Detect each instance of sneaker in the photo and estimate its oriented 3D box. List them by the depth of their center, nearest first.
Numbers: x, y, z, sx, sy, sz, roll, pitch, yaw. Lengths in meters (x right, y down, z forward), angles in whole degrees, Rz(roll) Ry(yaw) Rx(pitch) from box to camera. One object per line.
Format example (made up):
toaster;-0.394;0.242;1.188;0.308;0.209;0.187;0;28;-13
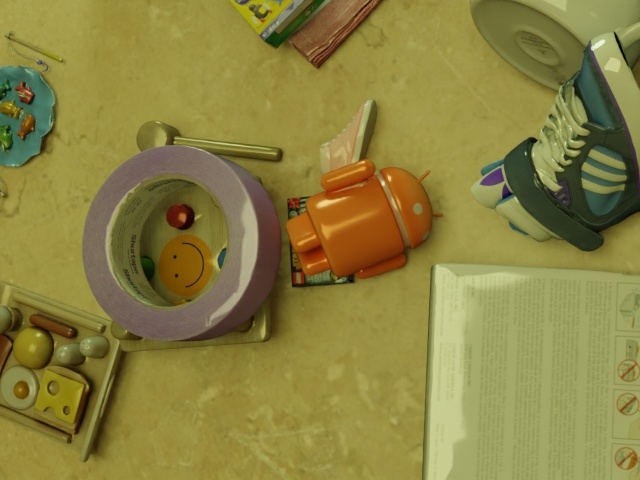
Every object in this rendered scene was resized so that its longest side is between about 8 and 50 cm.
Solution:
sneaker;0.298;-0.107;1.400;0.236;0.322;0.130;-17;54;13
sneaker;0.036;-0.151;1.644;0.070;0.051;0.134;17;96;17

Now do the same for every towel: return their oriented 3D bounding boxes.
towel;-0.033;-0.457;1.708;0.237;0.037;0.329;-46;71;11

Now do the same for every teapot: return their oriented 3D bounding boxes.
teapot;0.338;-0.323;1.451;0.256;0.252;0.187;36;81;6

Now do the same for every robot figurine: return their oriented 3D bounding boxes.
robot figurine;0.063;-0.028;1.567;0.220;0.128;0.158;-22;85;-1

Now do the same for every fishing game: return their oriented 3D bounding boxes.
fishing game;-0.536;-0.213;1.886;0.189;0.041;0.264;31;97;24

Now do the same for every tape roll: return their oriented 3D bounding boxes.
tape roll;-0.197;0.006;1.568;0.275;0.090;0.274;-2;84;20

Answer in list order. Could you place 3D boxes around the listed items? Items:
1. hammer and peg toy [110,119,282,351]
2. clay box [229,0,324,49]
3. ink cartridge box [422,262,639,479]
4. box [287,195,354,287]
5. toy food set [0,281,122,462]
hammer and peg toy;-0.197;-0.017;1.684;0.266;0.127;0.361;-5;83;21
clay box;-0.098;-0.415;1.681;0.127;0.053;0.222;-44;72;11
ink cartridge box;0.336;0.192;1.499;0.385;0.091;0.308;3;86;5
box;0.000;0.000;1.659;0.094;0.027;0.136;-6;83;22
toy food set;-0.471;0.206;1.793;0.306;0.092;0.219;17;92;23
